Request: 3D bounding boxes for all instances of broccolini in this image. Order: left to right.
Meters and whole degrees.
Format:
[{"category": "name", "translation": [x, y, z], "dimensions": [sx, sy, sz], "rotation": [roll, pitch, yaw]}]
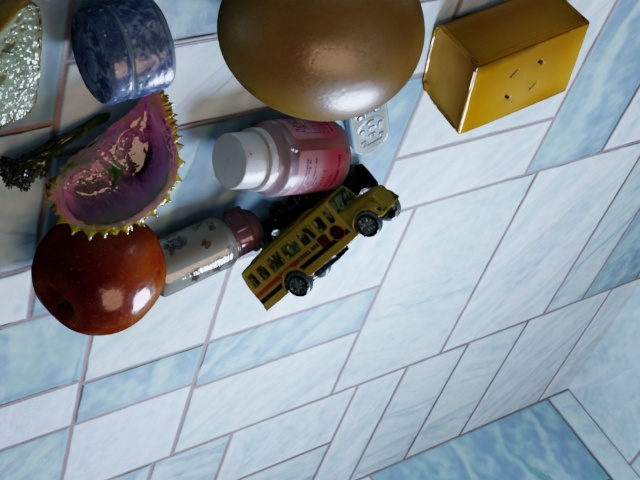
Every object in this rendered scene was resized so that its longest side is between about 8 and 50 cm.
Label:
[{"category": "broccolini", "translation": [-0.414, -0.139, 1.926], "dimensions": [0.201, 0.074, 0.058], "rotation": [-28, 133, -19]}]

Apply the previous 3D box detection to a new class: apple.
[{"category": "apple", "translation": [-0.382, 0.055, 2.089], "dimensions": [0.201, 0.218, 0.218], "rotation": [-46, 163, -42]}]

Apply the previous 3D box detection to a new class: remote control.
[{"category": "remote control", "translation": [0.084, -0.250, 2.317], "dimensions": [0.087, 0.047, 0.244], "rotation": [-28, 151, -9]}]

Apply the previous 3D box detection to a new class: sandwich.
[{"category": "sandwich", "translation": [-0.477, -0.208, 1.633], "dimensions": [0.251, 0.087, 0.226], "rotation": [-51, 161, -44]}]

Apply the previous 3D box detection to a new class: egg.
[{"category": "egg", "translation": [0.002, -0.325, 1.873], "dimensions": [0.351, 0.282, 0.282], "rotation": [-10, 142, -43]}]

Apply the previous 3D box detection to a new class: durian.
[{"category": "durian", "translation": [-0.313, -0.106, 1.967], "dimensions": [0.260, 0.186, 0.154], "rotation": [-30, 161, 8]}]

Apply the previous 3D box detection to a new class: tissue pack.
[{"category": "tissue pack", "translation": [0.356, -0.355, 2.358], "dimensions": [0.274, 0.145, 0.194], "rotation": [-23, 147, -22]}]

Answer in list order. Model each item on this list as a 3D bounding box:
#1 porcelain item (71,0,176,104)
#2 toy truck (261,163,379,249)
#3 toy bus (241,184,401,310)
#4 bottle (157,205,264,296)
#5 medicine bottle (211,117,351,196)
[{"category": "porcelain item", "translation": [-0.292, -0.278, 1.767], "dimensions": [0.114, 0.147, 0.147], "rotation": [-20, 147, -27]}, {"category": "toy truck", "translation": [-0.002, -0.053, 2.471], "dimensions": [0.259, 0.088, 0.121], "rotation": [-27, 149, -14]}, {"category": "toy bus", "translation": [0.000, 0.000, 2.293], "dimensions": [0.335, 0.123, 0.121], "rotation": [-40, -179, 32]}, {"category": "bottle", "translation": [-0.219, 0.014, 2.311], "dimensions": [0.233, 0.110, 0.110], "rotation": [-26, 149, -19]}, {"category": "medicine bottle", "translation": [-0.070, -0.151, 2.197], "dimensions": [0.247, 0.147, 0.147], "rotation": [-7, 140, -41]}]
